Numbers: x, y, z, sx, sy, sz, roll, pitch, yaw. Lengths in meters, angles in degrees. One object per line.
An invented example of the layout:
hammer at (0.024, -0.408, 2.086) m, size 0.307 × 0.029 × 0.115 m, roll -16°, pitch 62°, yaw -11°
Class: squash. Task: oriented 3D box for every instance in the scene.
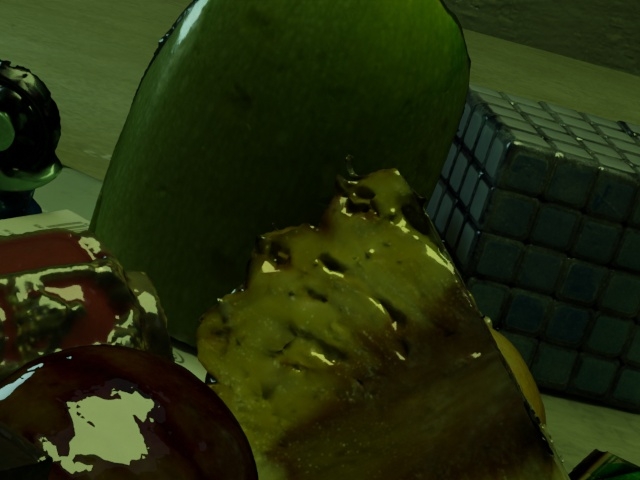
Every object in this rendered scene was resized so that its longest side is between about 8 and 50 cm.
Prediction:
squash at (-0.022, -0.080, 1.447) m, size 0.233 × 0.309 × 0.210 m, roll 19°, pitch 16°, yaw -6°

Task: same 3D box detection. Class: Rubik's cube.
Rubik's cube at (0.225, 0.001, 1.978) m, size 0.237 × 0.237 × 0.238 m, roll 13°, pitch 17°, yaw -14°

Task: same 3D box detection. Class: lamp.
lamp at (-0.233, 0.085, 1.281) m, size 0.274 × 0.177 × 0.177 m, roll -8°, pitch 25°, yaw -17°

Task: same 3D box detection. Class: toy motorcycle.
toy motorcycle at (-0.351, -0.063, 1.638) m, size 0.331 × 0.196 × 0.125 m, roll 3°, pitch 28°, yaw 22°

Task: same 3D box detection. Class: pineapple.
pineapple at (0.013, 0.159, 1.352) m, size 0.344 × 0.286 × 0.209 m, roll 63°, pitch 2°, yaw 14°

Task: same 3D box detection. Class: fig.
fig at (-0.139, 0.171, 1.104) m, size 0.214 × 0.235 × 0.235 m, roll 24°, pitch 17°, yaw 2°

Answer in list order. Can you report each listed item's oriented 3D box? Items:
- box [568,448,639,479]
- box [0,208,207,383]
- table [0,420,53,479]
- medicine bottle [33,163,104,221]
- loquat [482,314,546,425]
box at (0.241, 0.246, 1.518) m, size 0.159 × 0.071 × 0.240 m, roll 22°, pitch 17°, yaw 19°
box at (-0.158, 0.089, 1.503) m, size 0.274 × 0.116 × 0.203 m, roll 27°, pitch 17°, yaw 20°
table at (-0.308, 0.175, 0.867) m, size 0.196 × 0.251 × 0.282 m, roll 31°, pitch 22°, yaw 32°
medicine bottle at (-0.164, 0.016, 1.738) m, size 0.296 × 0.111 × 0.161 m, roll 25°, pitch 13°, yaw 15°
loquat at (0.095, 0.130, 1.529) m, size 0.149 × 0.204 × 0.172 m, roll -14°, pitch 27°, yaw 3°
